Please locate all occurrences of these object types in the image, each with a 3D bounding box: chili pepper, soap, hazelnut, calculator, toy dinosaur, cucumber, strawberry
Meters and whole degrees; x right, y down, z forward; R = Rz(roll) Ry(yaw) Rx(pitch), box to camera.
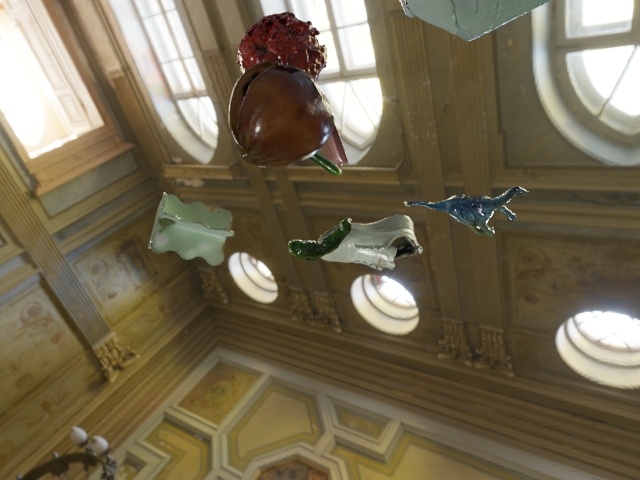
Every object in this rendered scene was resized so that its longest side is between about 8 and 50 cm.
[{"bbox_3d":[0.005,0.005,1.195,0.182,0.073,0.050,-24,-168,-1],"label":"chili pepper"},{"bbox_3d":[0.379,-0.604,0.971,0.445,0.261,0.156,-21,-128,18],"label":"soap"},{"bbox_3d":[-0.091,-0.246,0.946,0.217,0.217,0.251,-27,-154,-18],"label":"hazelnut"},{"bbox_3d":[0.018,-0.418,1.740,0.048,0.330,0.220,-19,177,-7],"label":"calculator"},{"bbox_3d":[0.372,-0.078,1.143,0.362,0.147,0.077,4,-118,58],"label":"toy dinosaur"},{"bbox_3d":[0.004,-0.260,1.509,0.037,0.155,0.037,-55,-176,6],"label":"cucumber"},{"bbox_3d":[-0.119,-0.483,1.260,0.274,0.274,0.220,6,-163,34],"label":"strawberry"}]

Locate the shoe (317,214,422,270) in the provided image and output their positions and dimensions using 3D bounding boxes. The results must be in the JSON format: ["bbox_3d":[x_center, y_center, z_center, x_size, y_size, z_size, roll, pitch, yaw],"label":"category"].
[{"bbox_3d":[0.153,0.028,1.330,0.316,0.124,0.159,-16,-135,-16],"label":"shoe"}]

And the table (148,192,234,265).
[{"bbox_3d":[-0.346,-0.027,1.256,0.198,0.167,0.166,16,-160,-23],"label":"table"}]
